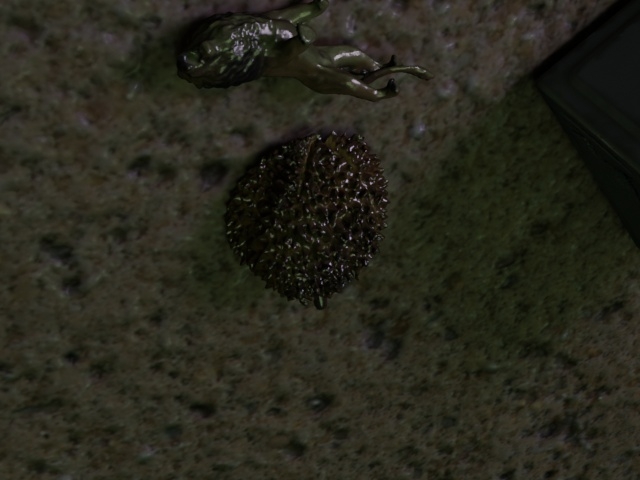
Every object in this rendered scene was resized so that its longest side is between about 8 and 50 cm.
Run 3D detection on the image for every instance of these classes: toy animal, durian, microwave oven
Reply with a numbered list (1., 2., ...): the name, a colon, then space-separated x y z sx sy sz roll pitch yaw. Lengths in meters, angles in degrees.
1. toy animal: -0.003 -0.145 0.748 0.219 0.069 0.086 5 146 -25
2. durian: 0.000 0.000 0.851 0.148 0.091 0.189 -16 134 -15
3. microwave oven: 0.369 -0.066 0.884 0.181 0.237 0.295 -40 132 8
